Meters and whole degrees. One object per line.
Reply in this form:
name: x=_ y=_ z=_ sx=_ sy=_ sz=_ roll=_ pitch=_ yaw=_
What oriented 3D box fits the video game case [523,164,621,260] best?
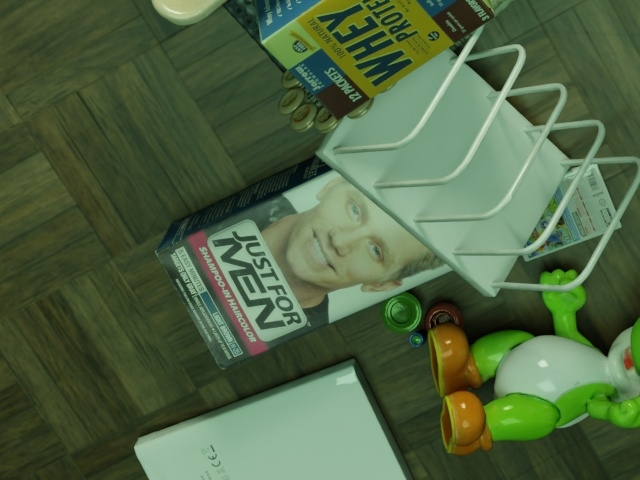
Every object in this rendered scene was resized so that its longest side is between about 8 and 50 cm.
video game case: x=0.283 y=-0.034 z=1.975 sx=0.122 sy=0.011 sz=0.087 roll=-21 pitch=106 yaw=14

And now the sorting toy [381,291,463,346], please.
sorting toy: x=0.125 y=0.097 z=2.032 sx=0.102 sy=0.042 sz=0.061 roll=15 pitch=96 yaw=14

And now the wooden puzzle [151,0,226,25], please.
wooden puzzle: x=-0.043 y=-0.405 z=1.755 sx=0.348 sy=0.322 sz=0.080 roll=-33 pitch=136 yaw=15

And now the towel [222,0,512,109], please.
towel: x=0.047 y=-0.325 z=1.889 sx=0.324 sy=0.056 sz=0.312 roll=-40 pitch=97 yaw=21

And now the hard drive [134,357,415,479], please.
hard drive: x=-0.055 y=0.291 z=2.120 sx=0.307 sy=0.040 sz=0.203 roll=-22 pitch=105 yaw=14

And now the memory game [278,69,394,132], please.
memory game: x=0.027 y=-0.192 z=1.818 sx=0.186 sy=0.186 sz=0.012 roll=-34 pitch=129 yaw=17

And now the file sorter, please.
file sorter: x=0.180 y=-0.093 z=1.806 sx=0.277 sy=0.173 sz=0.193 roll=39 pitch=72 yaw=-24

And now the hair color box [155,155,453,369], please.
hair color box: x=0.000 y=0.000 z=1.975 sx=0.347 sy=0.105 sz=0.174 roll=-25 pitch=105 yaw=14

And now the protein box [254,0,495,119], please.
protein box: x=0.047 y=-0.276 z=1.750 sx=0.201 sy=0.200 sz=0.136 roll=-32 pitch=129 yaw=19

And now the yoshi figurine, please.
yoshi figurine: x=0.315 y=0.140 z=1.934 sx=0.362 sy=0.203 sz=0.204 roll=-6 pitch=98 yaw=-4
